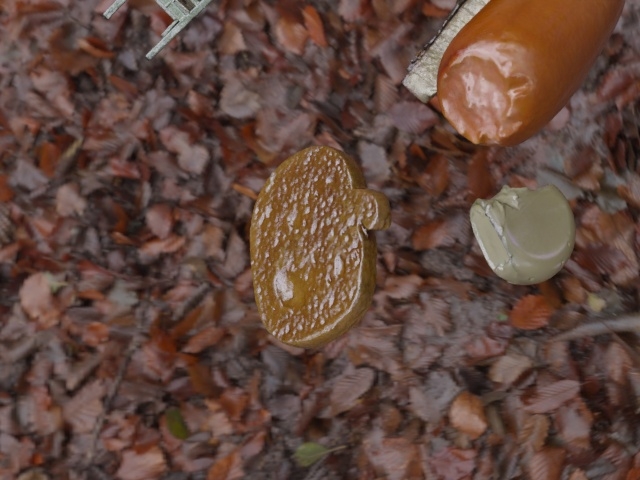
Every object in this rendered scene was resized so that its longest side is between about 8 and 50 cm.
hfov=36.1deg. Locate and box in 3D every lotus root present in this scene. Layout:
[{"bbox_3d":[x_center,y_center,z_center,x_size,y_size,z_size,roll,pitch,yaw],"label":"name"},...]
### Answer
[{"bbox_3d":[0.211,-0.295,1.185,0.074,0.170,0.261,38,135,-5],"label":"lotus root"}]

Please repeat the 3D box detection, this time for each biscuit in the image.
[{"bbox_3d":[0.001,0.000,1.695,0.314,0.063,0.368,-29,55,34],"label":"biscuit"}]

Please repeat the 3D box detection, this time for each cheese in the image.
[{"bbox_3d":[0.351,-0.018,1.657,0.091,0.202,0.175,-31,86,55],"label":"cheese"}]

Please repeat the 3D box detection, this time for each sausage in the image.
[{"bbox_3d":[0.132,-0.124,0.583,0.076,0.197,0.076,19,133,22],"label":"sausage"}]

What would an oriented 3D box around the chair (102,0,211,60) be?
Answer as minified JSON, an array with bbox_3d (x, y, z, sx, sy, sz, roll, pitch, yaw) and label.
[{"bbox_3d":[-0.283,-0.503,1.936,0.270,0.147,0.136,-37,109,27],"label":"chair"}]
